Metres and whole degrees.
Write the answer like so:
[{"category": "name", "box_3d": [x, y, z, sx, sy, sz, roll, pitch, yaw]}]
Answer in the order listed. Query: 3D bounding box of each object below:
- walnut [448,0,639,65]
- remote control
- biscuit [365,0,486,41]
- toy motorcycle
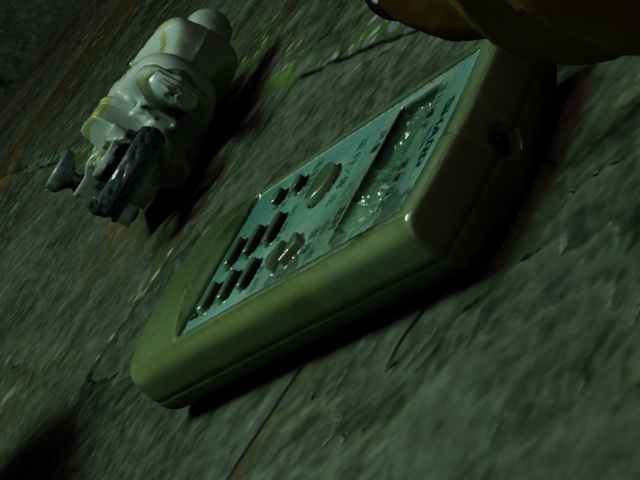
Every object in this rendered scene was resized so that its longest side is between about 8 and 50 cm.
[{"category": "walnut", "box_3d": [0.102, -0.160, 0.403, 0.245, 0.198, 0.198, -46, 15, -3]}, {"category": "remote control", "box_3d": [0.000, 0.000, 0.636, 0.233, 0.038, 0.098, -29, 28, 54]}, {"category": "biscuit", "box_3d": [0.124, -0.193, 0.628, 0.296, 0.075, 0.296, -48, 18, 21]}, {"category": "toy motorcycle", "box_3d": [-0.101, -0.080, 1.045, 0.151, 0.074, 0.228, -57, 6, 2]}]
